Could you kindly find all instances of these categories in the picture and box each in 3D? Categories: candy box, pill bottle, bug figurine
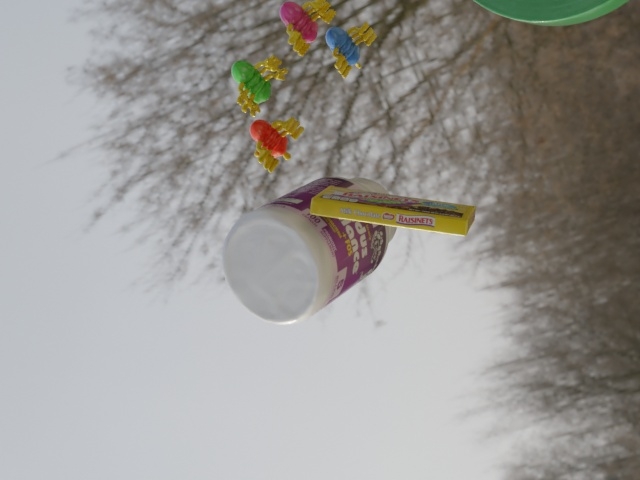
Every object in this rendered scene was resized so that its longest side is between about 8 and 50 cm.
[{"bbox_3d":[0.098,-0.041,1.413,0.105,0.206,0.027,-37,-46,-73],"label":"candy box"},{"bbox_3d":[0.000,0.000,1.573,0.301,0.169,0.169,-32,-78,-58],"label":"pill bottle"},{"bbox_3d":[-0.040,-0.254,1.638,0.072,0.279,0.216,33,171,34],"label":"bug figurine"}]

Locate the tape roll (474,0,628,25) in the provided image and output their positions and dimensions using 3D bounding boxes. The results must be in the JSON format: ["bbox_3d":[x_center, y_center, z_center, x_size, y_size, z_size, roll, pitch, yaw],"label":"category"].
[{"bbox_3d":[0.300,-0.439,1.366,0.077,0.321,0.321,-11,-98,-63],"label":"tape roll"}]
